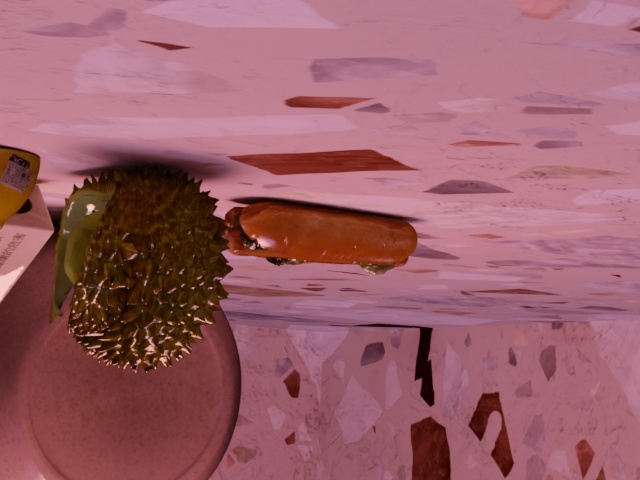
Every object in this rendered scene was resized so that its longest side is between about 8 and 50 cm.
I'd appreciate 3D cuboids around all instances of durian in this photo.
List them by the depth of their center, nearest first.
[{"bbox_3d":[-0.181,0.030,1.718,0.176,0.200,0.237,29,157,-16],"label":"durian"}]

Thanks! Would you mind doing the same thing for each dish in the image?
[{"bbox_3d":[-0.353,-0.048,1.657,0.149,0.080,0.208,-3,173,39],"label":"dish"}]

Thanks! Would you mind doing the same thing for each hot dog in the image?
[{"bbox_3d":[0.000,0.000,1.964,0.250,0.068,0.100,7,172,-35],"label":"hot dog"}]

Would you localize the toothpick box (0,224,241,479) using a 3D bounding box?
[{"bbox_3d":[-0.336,0.180,2.246,0.409,0.409,0.425,6,178,-28],"label":"toothpick box"}]

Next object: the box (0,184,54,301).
[{"bbox_3d":[-0.433,0.001,1.820,0.256,0.069,0.164,8,135,-41],"label":"box"}]
